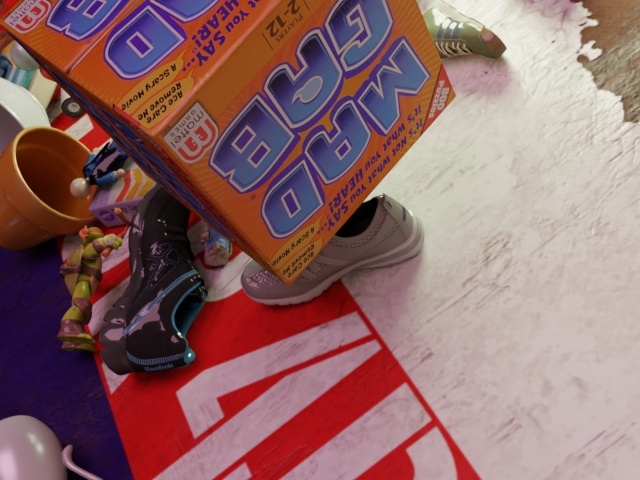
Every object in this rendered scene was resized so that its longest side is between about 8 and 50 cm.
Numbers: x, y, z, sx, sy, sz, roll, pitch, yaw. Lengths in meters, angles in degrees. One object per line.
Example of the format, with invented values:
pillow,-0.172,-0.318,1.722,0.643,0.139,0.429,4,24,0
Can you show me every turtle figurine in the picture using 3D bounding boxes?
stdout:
turtle figurine,-0.378,0.061,1.458,0.269,0.087,0.217,144,135,-59

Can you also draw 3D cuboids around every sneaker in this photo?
sneaker,-0.235,0.056,1.425,0.139,0.125,0.341,-2,59,15
sneaker,0.214,-0.317,1.448,0.086,0.064,0.192,-45,42,5
sneaker,0.000,0.000,1.288,0.281,0.115,0.105,-24,45,17

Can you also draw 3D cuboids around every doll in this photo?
doll,-0.382,-0.150,1.634,0.129,0.046,0.189,28,76,46

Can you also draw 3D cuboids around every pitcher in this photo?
pitcher,-0.394,0.347,1.289,0.178,0.125,0.207,-23,52,-11

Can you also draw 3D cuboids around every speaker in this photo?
speaker,-0.545,-0.332,1.989,0.055,0.055,0.136,-29,43,12

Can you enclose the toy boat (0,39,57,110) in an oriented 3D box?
toy boat,-0.631,-0.362,1.942,0.318,0.148,0.267,-1,69,54

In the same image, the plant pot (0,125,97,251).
plant pot,-0.533,-0.078,1.684,0.188,0.205,0.205,-35,40,30

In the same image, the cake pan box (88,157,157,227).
cake pan box,-0.280,-0.161,1.655,0.246,0.070,0.267,-7,52,28

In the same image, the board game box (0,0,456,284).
board game box,-0.107,-0.235,1.177,0.356,0.356,0.356,35,80,36

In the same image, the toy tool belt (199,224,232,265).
toy tool belt,-0.169,-0.002,1.451,0.052,0.051,0.083,-6,45,-12

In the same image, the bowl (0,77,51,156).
bowl,-0.650,-0.227,1.837,0.298,0.298,0.134,-4,35,33
